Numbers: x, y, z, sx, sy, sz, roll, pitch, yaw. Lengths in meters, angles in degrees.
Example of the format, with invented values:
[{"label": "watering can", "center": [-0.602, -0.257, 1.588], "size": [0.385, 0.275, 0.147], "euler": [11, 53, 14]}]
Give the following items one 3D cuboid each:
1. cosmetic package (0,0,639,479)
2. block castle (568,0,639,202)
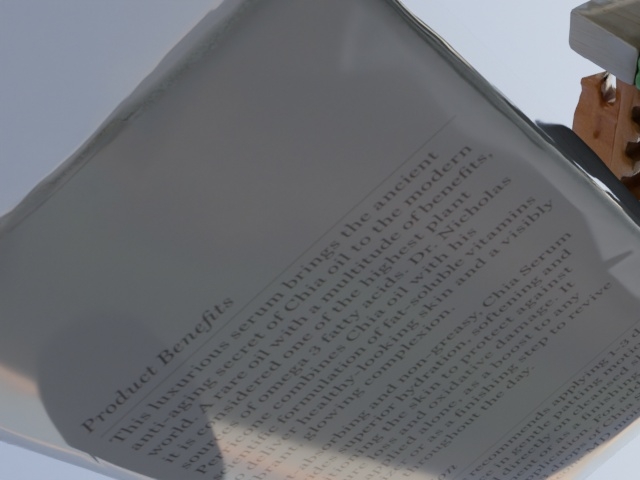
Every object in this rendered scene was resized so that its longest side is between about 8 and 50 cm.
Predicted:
[{"label": "cosmetic package", "center": [0.000, 0.000, 0.717], "size": [0.453, 0.230, 0.161], "euler": [33, -162, -52]}, {"label": "block castle", "center": [0.314, -0.153, 0.876], "size": [0.303, 0.213, 0.453], "euler": [-28, -41, -26]}]
